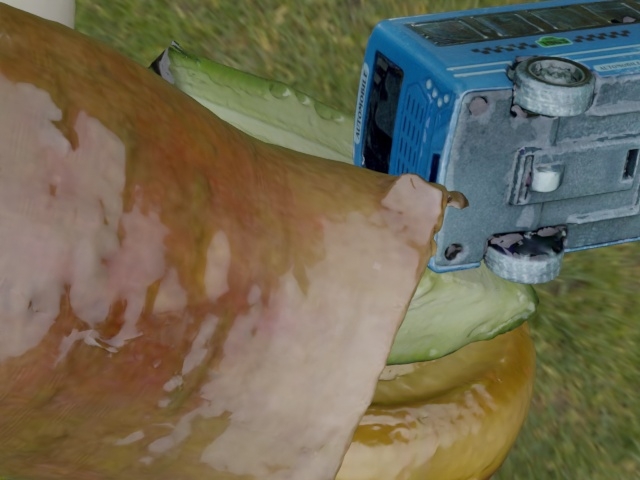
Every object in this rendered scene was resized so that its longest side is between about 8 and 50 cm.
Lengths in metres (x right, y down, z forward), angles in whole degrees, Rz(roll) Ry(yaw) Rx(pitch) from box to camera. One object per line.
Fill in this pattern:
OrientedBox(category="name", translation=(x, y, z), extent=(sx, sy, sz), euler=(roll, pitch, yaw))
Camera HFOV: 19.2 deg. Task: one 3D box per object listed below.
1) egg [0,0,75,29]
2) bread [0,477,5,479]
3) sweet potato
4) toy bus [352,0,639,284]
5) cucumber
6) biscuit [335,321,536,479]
OrientedBox(category="egg", translation=(-0.302, -0.105, 1.145), extent=(0.345, 0.283, 0.283), euler=(-39, 87, -4))
OrientedBox(category="bread", translation=(-0.348, 0.150, 1.666), extent=(0.384, 0.112, 0.166), euler=(-18, 126, -34))
OrientedBox(category="sweet potato", translation=(-0.125, -0.013, 0.471), extent=(0.337, 0.131, 0.131), euler=(20, 91, -29))
OrientedBox(category="toy bus", translation=(0.147, -0.066, 1.012), extent=(0.246, 0.134, 0.113), euler=(-10, 124, -26))
OrientedBox(category="cucumber", translation=(-0.002, -0.001, 1.118), extent=(0.105, 0.325, 0.145), euler=(-39, 57, 28))
OrientedBox(category="biscuit", translation=(0.017, 0.075, 1.392), extent=(0.296, 0.296, 0.102), euler=(14, 125, 4))
